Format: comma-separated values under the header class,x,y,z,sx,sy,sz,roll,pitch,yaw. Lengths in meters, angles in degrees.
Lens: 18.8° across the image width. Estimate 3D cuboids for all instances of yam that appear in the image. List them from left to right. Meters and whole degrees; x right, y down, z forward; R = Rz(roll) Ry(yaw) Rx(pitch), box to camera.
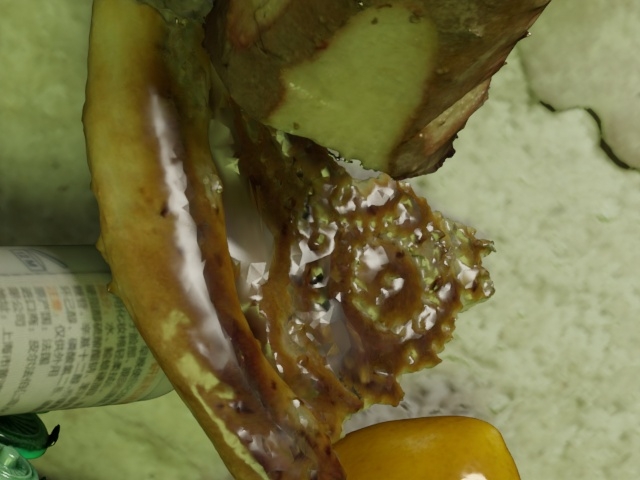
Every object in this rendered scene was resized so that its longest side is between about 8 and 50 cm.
class,x,y,z,sx,sy,sz,roll,pitch,yaw
yam,0.044,-0.134,0.817,0.129,0.128,0.238,-10,154,-31

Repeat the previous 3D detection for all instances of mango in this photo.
class,x,y,z,sx,sy,sz,roll,pitch,yaw
mango,0.014,0.196,1.045,0.252,0.154,0.126,-50,141,11

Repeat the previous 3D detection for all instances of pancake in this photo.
class,x,y,z,sx,sy,sz,roll,pitch,yaw
pancake,0.000,0.000,0.940,0.244,0.057,0.266,-5,87,-38

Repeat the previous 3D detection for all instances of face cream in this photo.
class,x,y,z,sx,sy,sz,roll,pitch,yaw
face cream,-0.133,0.042,0.909,0.269,0.082,0.082,0,128,-49

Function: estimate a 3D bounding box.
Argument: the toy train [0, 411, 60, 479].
class,x,y,z,sx,sy,sz,roll,pitch,yaw
toy train,-0.189,0.097,0.945,0.105,0.178,0.071,29,102,-12
